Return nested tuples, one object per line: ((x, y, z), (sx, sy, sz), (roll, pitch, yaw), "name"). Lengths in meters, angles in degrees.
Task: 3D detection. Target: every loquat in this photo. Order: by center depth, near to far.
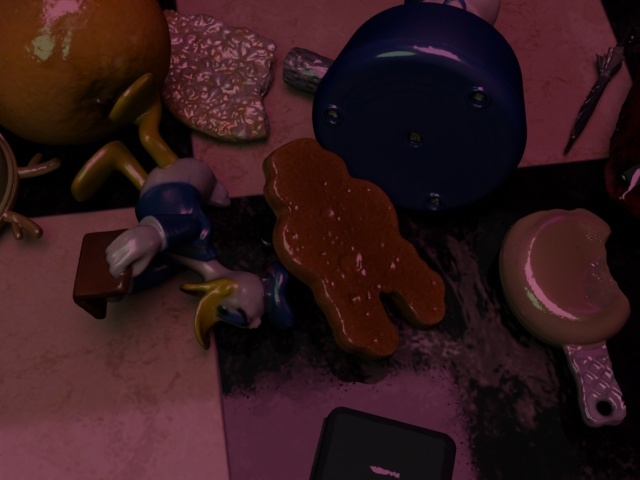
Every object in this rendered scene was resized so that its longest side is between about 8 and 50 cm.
((-0.326, -0.248, 1.179), (0.263, 0.263, 0.263), (2, 62, -3), "loquat")

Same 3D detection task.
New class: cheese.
((0.322, 0.095, 1.143), (0.163, 0.082, 0.286), (-9, 65, -8), "cheese")

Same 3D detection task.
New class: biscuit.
((0.033, 0.005, 1.141), (0.186, 0.044, 0.295), (-26, 83, -36), "biscuit")
((-0.149, -0.242, 1.310), (0.188, 0.040, 0.265), (-27, 68, -16), "biscuit")

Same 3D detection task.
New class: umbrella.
((0.410, -0.235, 1.345), (0.044, 0.044, 0.269), (12, 56, 38), "umbrella")

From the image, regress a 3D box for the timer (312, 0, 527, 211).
((0.160, -0.256, 1.246), (0.271, 0.270, 0.383), (15, 48, 4), "timer")

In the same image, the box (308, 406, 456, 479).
((0.059, 0.308, 1.013), (0.160, 0.050, 0.230), (15, 57, 2), "box")

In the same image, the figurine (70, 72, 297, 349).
((-0.166, 0.003, 1.099), (0.338, 0.204, 0.283), (37, 39, 2), "figurine")

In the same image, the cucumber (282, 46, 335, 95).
((0.004, -0.236, 1.305), (0.112, 0.064, 0.064), (21, 63, 8), "cucumber")

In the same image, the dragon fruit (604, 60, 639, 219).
((0.556, -0.112, 1.266), (0.329, 0.228, 0.286), (27, 95, -11), "dragon fruit")

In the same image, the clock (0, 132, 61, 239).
((-0.501, -0.077, 1.166), (0.308, 0.096, 0.235), (5, 61, -3), "clock")

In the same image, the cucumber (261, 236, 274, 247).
((0.000, 0.000, 1.192), (0.155, 0.037, 0.037), (-7, 63, -10), "cucumber")
